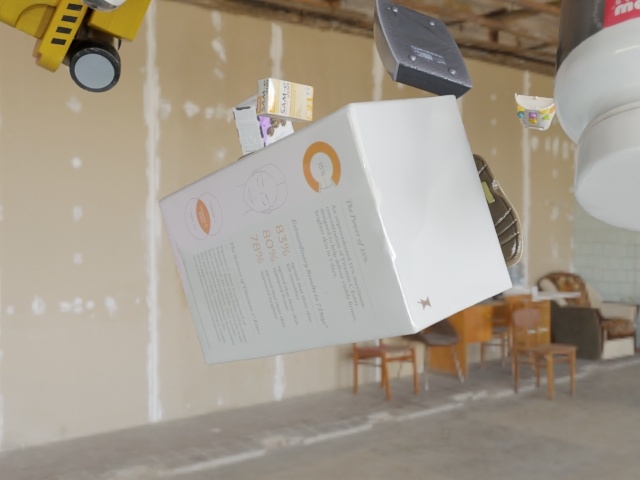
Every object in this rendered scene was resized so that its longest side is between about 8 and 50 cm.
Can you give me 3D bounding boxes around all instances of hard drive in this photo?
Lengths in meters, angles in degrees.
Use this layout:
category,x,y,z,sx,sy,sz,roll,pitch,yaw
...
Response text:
category,x,y,z,sx,sy,sz,roll,pitch,yaw
hard drive,0.183,-0.363,1.433,0.172,0.054,0.254,13,40,-19

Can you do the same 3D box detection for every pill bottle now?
category,x,y,z,sx,sy,sz,roll,pitch,yaw
pill bottle,0.296,-0.174,0.652,0.176,0.318,0.176,11,-26,5

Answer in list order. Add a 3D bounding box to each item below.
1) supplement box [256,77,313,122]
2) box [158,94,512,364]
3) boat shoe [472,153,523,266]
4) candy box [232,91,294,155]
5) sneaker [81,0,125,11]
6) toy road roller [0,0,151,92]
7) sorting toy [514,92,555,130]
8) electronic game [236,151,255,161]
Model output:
category,x,y,z,sx,sy,sz,roll,pitch,yaw
supplement box,-0.061,-0.242,1.311,0.098,0.062,0.036,1,1,-40
box,0.000,0.000,0.842,0.168,0.215,0.345,-16,-1,-43
boat shoe,0.274,-0.044,1.202,0.068,0.190,0.072,-17,-17,10
candy box,-0.129,-0.256,1.848,0.070,0.196,0.165,-1,25,24
sneaker,-0.147,-0.387,0.692,0.257,0.169,0.447,-35,30,18
toy road roller,-0.444,-0.458,1.388,0.241,0.329,0.202,22,31,-28
sorting toy,0.416,-0.243,1.466,0.083,0.045,0.075,11,-28,23
electronic game,-0.193,-0.087,1.608,0.048,0.229,0.229,29,-1,-3
